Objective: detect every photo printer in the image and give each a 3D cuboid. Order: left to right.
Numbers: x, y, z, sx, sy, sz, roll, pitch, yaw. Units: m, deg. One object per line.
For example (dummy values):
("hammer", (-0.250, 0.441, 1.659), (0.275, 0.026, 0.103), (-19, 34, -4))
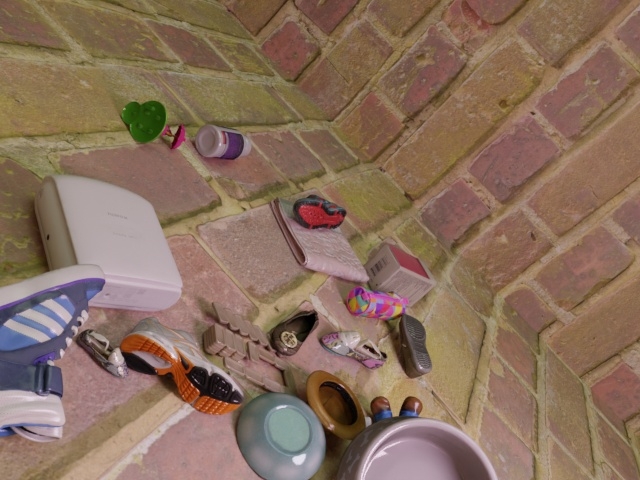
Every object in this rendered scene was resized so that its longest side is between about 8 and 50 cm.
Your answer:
("photo printer", (-0.442, -0.005, 1.220), (0.256, 0.107, 0.307), (16, 36, -49))

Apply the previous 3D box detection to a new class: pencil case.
("pencil case", (0.188, 0.207, 1.933), (0.236, 0.104, 0.104), (11, 40, -50))

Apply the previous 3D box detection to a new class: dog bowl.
("dog bowl", (0.204, 0.521, 1.188), (0.349, 0.102, 0.348), (5, 62, -10))

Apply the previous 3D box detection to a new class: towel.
("towel", (0.000, 0.000, 2.037), (0.332, 0.053, 0.316), (18, 35, -46))

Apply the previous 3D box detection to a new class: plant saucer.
("plant saucer", (-0.070, 0.387, 1.186), (0.195, 0.037, 0.194), (18, 43, -17))

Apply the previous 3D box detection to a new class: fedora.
("fedora", (0.018, 0.392, 1.357), (0.194, 0.079, 0.194), (39, 21, -18))

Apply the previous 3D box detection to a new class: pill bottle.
("pill bottle", (-0.320, -0.326, 1.978), (0.108, 0.108, 0.194), (52, 24, 16))

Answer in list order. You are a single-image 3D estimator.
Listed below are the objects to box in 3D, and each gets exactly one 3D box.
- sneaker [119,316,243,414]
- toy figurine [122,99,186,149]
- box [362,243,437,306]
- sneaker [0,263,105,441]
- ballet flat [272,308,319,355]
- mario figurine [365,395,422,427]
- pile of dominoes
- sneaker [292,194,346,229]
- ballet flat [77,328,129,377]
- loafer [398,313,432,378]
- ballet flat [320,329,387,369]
("sneaker", (-0.255, 0.233, 1.153), (0.262, 0.099, 0.121), (39, 19, -16))
("toy figurine", (-0.481, -0.334, 1.761), (0.173, 0.130, 0.159), (28, 0, 25))
("box", (0.289, 0.131, 2.174), (0.232, 0.148, 0.126), (24, 29, -42))
("sneaker", (-0.426, 0.181, 0.898), (0.236, 0.130, 0.323), (65, 27, 1))
("ballet flat", (-0.055, 0.229, 1.526), (0.084, 0.058, 0.250), (52, 20, 5))
("mario figurine", (0.196, 0.475, 1.384), (0.170, 0.198, 0.320), (51, 15, -20))
("pile of dominoes", (-0.162, 0.264, 1.356), (0.251, 0.040, 0.195), (38, 19, -35))
("sneaker", (-0.027, -0.102, 2.016), (0.125, 0.104, 0.262), (36, 13, 31))
("ballet flat", (-0.384, 0.200, 1.056), (0.114, 0.041, 0.041), (43, 23, -5))
("loafer", (0.288, 0.339, 1.898), (0.095, 0.087, 0.251), (26, 32, -18))
("ballet flat", (0.103, 0.299, 1.661), (0.222, 0.079, 0.076), (31, 27, -29))
